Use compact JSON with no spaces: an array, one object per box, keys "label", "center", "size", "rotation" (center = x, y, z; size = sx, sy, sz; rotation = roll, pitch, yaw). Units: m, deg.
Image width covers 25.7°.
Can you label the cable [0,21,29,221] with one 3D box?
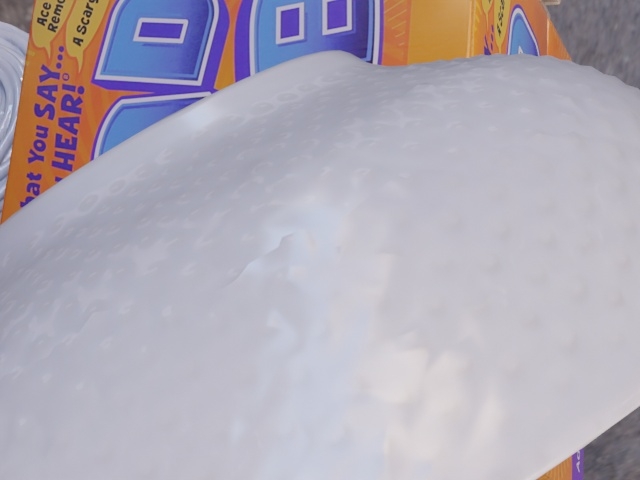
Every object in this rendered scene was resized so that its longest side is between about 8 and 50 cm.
[{"label":"cable","center":[-0.328,-0.080,1.217],"size":[0.257,0.089,0.257],"rotation":[20,59,32]}]

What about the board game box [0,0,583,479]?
[{"label":"board game box","center":[0.000,0.000,1.102],"size":[0.357,0.356,0.356],"rotation":[-2,72,23]}]

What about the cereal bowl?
[{"label":"cereal bowl","center":[-0.023,0.033,0.504],"size":[0.339,0.339,0.141],"rotation":[-30,87,-3]}]

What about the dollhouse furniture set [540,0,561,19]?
[{"label":"dollhouse furniture set","center":[0.160,-0.304,1.859],"size":[0.174,0.303,0.355],"rotation":[3,59,34]}]
